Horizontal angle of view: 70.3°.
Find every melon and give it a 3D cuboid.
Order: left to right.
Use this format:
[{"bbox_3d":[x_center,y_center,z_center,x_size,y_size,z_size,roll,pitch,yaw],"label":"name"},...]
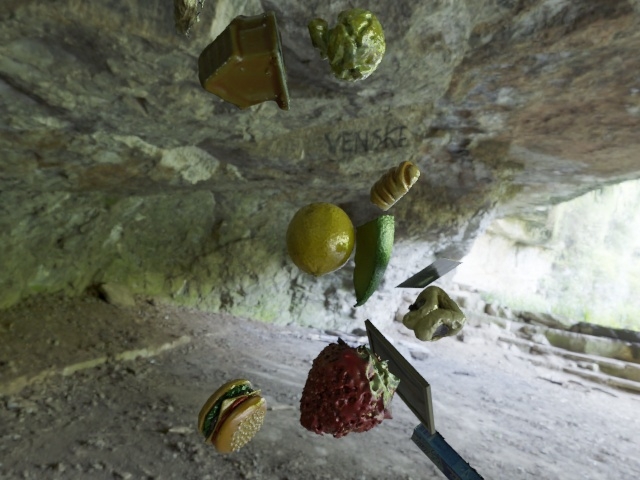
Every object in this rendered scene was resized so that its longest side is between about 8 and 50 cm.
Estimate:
[{"bbox_3d":[0.120,0.055,1.189,0.113,0.262,0.053,17,8,35],"label":"melon"}]

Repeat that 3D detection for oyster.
[{"bbox_3d":[-0.397,-0.680,1.315,0.071,0.133,0.209,-11,5,-36],"label":"oyster"}]

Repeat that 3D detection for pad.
[{"bbox_3d":[0.264,0.081,1.087,0.127,0.004,0.190,-38,-25,24],"label":"pad"}]

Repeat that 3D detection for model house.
[{"bbox_3d":[-0.216,-0.497,1.254,0.238,0.268,0.173,-10,-28,-2],"label":"model house"}]

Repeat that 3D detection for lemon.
[{"bbox_3d":[0.000,0.000,1.170,0.178,0.203,0.178,2,-25,1],"label":"lemon"}]

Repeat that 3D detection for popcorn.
[{"bbox_3d":[0.070,-0.535,1.223,0.212,0.198,0.198,16,-3,5],"label":"popcorn"}]

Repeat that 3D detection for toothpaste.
[{"bbox_3d":[0.361,0.614,1.228,0.053,0.066,0.272,-23,47,-32],"label":"toothpaste"}]

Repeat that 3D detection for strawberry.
[{"bbox_3d":[0.043,0.292,0.881,0.184,0.201,0.187,47,11,-8],"label":"strawberry"}]

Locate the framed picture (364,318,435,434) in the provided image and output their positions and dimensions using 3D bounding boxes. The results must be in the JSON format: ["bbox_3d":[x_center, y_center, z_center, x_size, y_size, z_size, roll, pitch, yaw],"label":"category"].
[{"bbox_3d":[0.188,0.323,1.099,0.016,0.184,0.250,-25,37,-16],"label":"framed picture"}]

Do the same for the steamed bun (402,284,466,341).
[{"bbox_3d":[0.334,0.244,1.412,0.155,0.172,0.141,-24,-26,-31],"label":"steamed bun"}]

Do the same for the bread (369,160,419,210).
[{"bbox_3d":[0.222,-0.171,1.376,0.084,0.119,0.177,43,-47,-7],"label":"bread"}]

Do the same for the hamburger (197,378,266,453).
[{"bbox_3d":[-0.198,0.396,1.034,0.115,0.162,0.162,31,7,28],"label":"hamburger"}]
